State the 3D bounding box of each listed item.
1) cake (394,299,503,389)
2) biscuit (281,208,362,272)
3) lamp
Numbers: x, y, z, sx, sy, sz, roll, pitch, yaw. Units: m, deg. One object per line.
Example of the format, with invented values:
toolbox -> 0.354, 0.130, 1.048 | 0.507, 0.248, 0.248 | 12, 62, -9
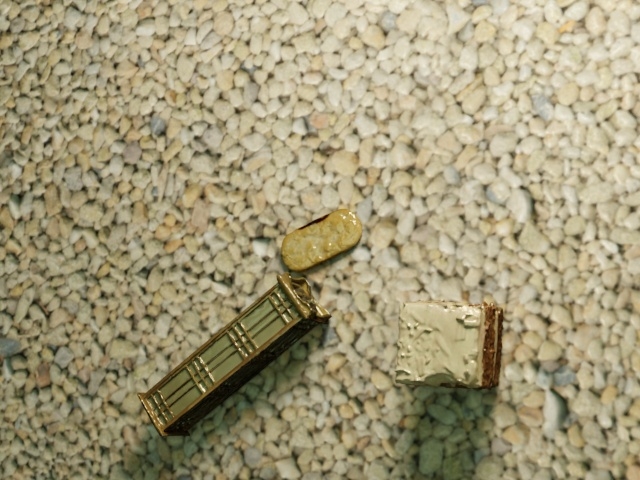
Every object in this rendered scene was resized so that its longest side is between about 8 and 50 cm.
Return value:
cake -> 0.183, 0.145, 1.283 | 0.135, 0.147, 0.134 | 1, 79, 24
biscuit -> 0.000, 0.000, 1.457 | 0.147, 0.018, 0.071 | -26, 74, 14
lamp -> -0.139, 0.186, 1.439 | 0.325, 0.089, 0.090 | -41, 68, 11
